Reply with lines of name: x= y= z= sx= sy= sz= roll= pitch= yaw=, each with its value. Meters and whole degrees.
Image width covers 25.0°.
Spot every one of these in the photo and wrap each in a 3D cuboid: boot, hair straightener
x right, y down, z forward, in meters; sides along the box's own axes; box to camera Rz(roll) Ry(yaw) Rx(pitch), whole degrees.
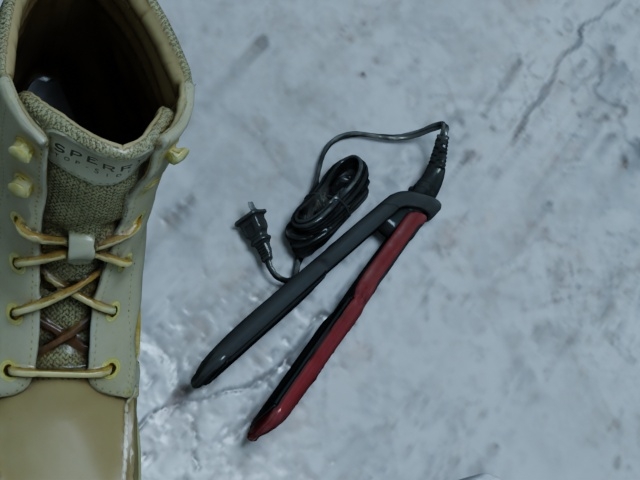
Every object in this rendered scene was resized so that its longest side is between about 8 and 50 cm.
boot: x=-0.113 y=0.014 z=0.654 sx=0.095 sy=0.203 sz=0.262 roll=2 pitch=66 yaw=-20
hair straightener: x=0.000 y=0.000 z=0.796 sx=0.089 sy=0.047 sz=0.230 roll=40 pitch=60 yaw=-2

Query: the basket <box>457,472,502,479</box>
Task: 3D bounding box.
basket: x=0.043 y=0.191 z=0.668 sx=0.103 sy=0.167 sz=0.113 roll=-29 pitch=81 yaw=-22
